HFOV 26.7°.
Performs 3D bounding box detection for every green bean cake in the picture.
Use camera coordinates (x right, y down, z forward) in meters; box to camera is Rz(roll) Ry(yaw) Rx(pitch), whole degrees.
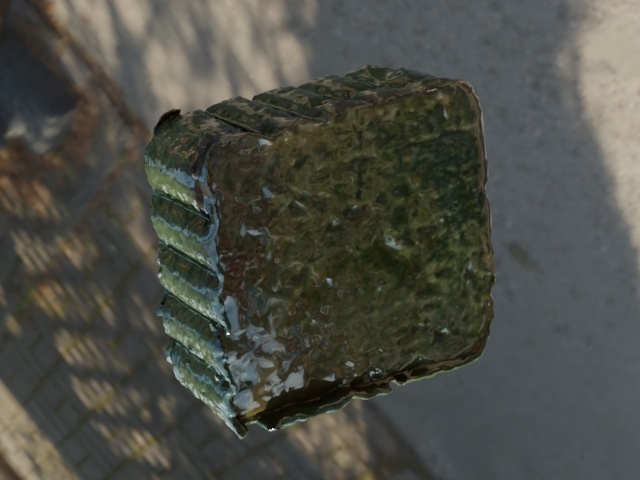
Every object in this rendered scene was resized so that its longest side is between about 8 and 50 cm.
[{"bbox_3d":[0.000,0.000,0.746,0.094,0.181,0.173,27,129,53],"label":"green bean cake"}]
